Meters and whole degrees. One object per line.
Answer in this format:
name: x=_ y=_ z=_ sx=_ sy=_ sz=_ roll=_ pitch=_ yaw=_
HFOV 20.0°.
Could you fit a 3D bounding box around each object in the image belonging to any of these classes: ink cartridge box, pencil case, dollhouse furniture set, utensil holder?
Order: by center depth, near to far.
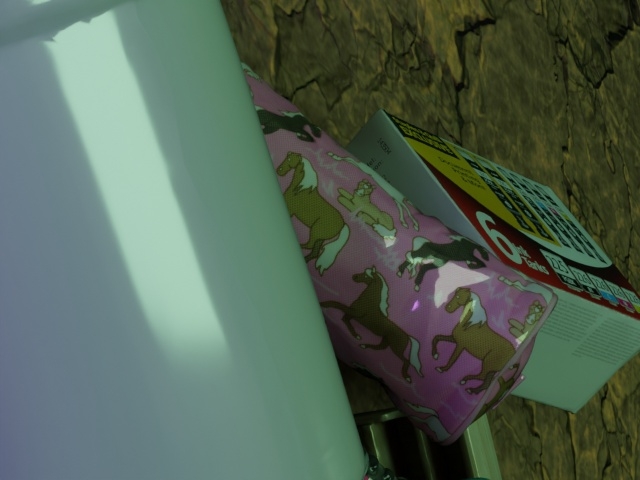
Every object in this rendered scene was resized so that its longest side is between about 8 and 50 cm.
utensil holder: x=-0.172 y=0.018 z=1.182 sx=0.327 sy=0.328 sz=0.385 roll=-34 pitch=110 yaw=-54
pencil case: x=0.000 y=0.000 z=1.416 sx=0.386 sy=0.160 sz=0.167 roll=36 pitch=27 yaw=6
dollhouse furniture set: x=0.022 y=0.209 z=1.524 sx=0.242 sy=0.161 sz=0.212 roll=-14 pitch=90 yaw=-56
ink cartridge box: x=0.132 y=0.002 z=1.677 sx=0.309 sy=0.130 sz=0.272 roll=19 pitch=29 yaw=-53

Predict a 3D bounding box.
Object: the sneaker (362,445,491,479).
sneaker: x=0.054 y=0.204 z=1.413 sx=0.178 sy=0.124 sz=0.295 roll=-23 pitch=103 yaw=-29
